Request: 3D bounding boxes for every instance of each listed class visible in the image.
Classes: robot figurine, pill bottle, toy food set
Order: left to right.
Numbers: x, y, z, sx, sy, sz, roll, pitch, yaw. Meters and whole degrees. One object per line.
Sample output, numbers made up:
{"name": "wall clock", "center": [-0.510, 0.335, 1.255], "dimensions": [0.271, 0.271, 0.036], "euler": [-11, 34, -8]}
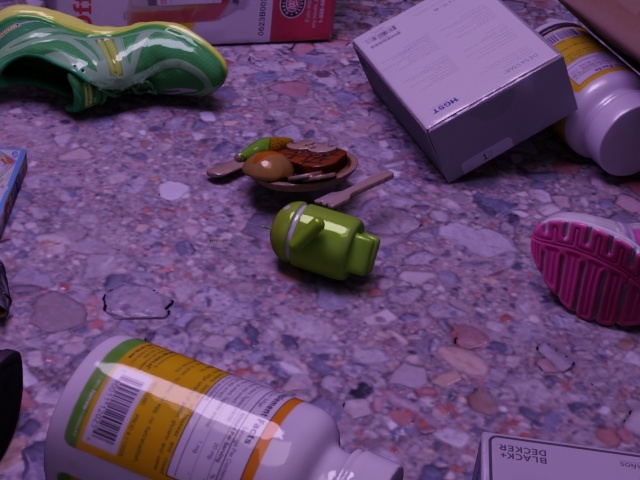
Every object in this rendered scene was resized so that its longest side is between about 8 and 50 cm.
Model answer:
{"name": "pill bottle", "center": [-0.069, 0.172, 0.867], "dimensions": [0.245, 0.136, 0.136], "euler": [19, 37, 16]}
{"name": "toy food set", "center": [-0.023, -0.089, 1.277], "dimensions": [0.192, 0.038, 0.132], "euler": [16, 31, 38]}
{"name": "robot figurine", "center": [0.000, 0.000, 1.175], "dimensions": [0.115, 0.067, 0.101], "euler": [17, 10, 16]}
{"name": "pill bottle", "center": [0.332, -0.175, 1.426], "dimensions": [0.119, 0.119, 0.208], "euler": [-8, 39, -19]}

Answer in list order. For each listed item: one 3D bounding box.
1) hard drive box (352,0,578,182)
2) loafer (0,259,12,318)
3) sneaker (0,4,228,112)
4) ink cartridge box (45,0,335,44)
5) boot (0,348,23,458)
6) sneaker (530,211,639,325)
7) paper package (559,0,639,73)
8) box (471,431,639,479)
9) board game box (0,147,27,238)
{"name": "hard drive box", "center": [0.170, -0.203, 1.406], "dimensions": [0.181, 0.089, 0.232], "euler": [-29, 41, -1]}
{"name": "loafer", "center": [-0.366, 0.056, 1.050], "dimensions": [0.170, 0.062, 0.061], "euler": [-13, 45, -23]}
{"name": "sneaker", "center": [-0.261, -0.203, 1.410], "dimensions": [0.295, 0.109, 0.123], "euler": [6, 58, -3]}
{"name": "ink cartridge box", "center": [-0.174, -0.414, 1.546], "dimensions": [0.384, 0.279, 0.160], "euler": [-5, 39, -15]}
{"name": "boot", "center": [-0.407, 0.144, 0.911], "dimensions": [0.280, 0.096, 0.264], "euler": [14, 42, 16]}
{"name": "sneaker", "center": [0.337, 0.031, 1.169], "dimensions": [0.252, 0.103, 0.111], "euler": [22, 34, 10]}
{"name": "paper package", "center": [0.490, -0.219, 1.363], "dimensions": [0.309, 0.168, 0.325], "euler": [28, 17, -42]}
{"name": "box", "center": [0.187, 0.275, 0.806], "dimensions": [0.169, 0.087, 0.290], "euler": [7, 35, 1]}
{"name": "board game box", "center": [-0.377, -0.050, 1.222], "dimensions": [0.103, 0.026, 0.154], "euler": [4, 36, -3]}
